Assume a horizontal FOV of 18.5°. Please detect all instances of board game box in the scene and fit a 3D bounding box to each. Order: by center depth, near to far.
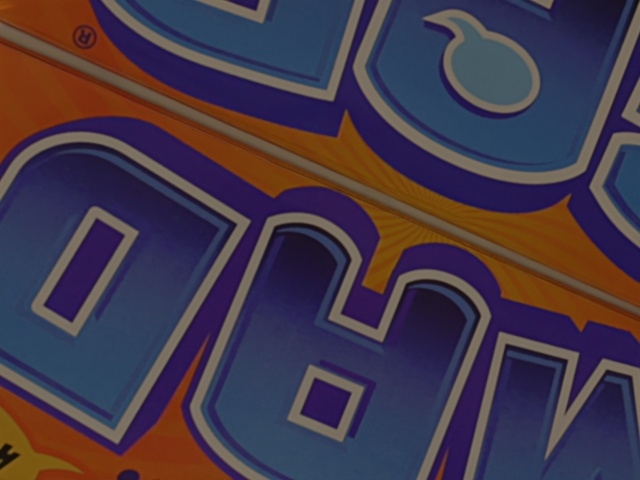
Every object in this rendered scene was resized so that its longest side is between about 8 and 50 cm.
[{"bbox_3d":[0.000,0.000,0.834,0.356,0.356,0.356,23,-98,-11],"label":"board game box"}]
